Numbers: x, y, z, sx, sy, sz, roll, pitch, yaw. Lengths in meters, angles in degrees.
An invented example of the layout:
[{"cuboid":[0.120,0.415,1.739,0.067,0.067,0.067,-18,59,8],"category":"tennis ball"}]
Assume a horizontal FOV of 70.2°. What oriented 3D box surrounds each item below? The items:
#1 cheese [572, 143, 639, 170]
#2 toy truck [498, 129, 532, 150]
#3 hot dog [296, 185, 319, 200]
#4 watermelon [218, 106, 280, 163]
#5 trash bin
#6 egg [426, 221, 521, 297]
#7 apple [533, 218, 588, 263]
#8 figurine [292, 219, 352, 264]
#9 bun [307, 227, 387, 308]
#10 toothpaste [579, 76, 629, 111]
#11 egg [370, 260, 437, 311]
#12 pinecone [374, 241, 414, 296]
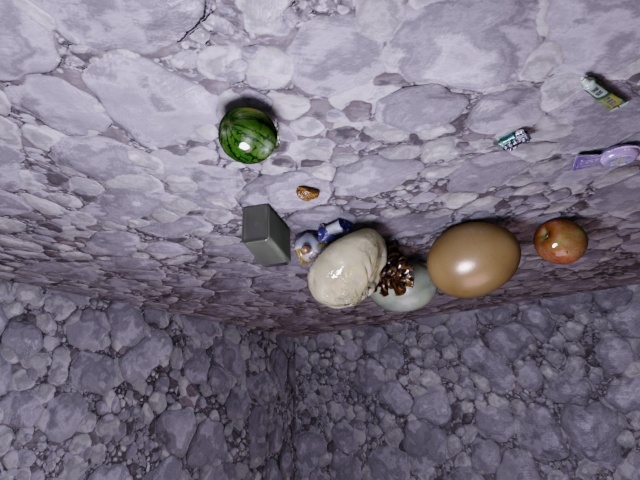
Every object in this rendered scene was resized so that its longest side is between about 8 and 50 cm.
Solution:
[{"cuboid":[0.877,-0.252,1.386,0.191,0.042,0.105,-8,156,20],"category":"cheese"},{"cuboid":[0.545,-0.282,1.280,0.039,0.044,0.083,-12,170,-43],"category":"toy truck"},{"cuboid":[-0.042,-0.159,1.546,0.083,0.035,0.058,12,158,-31],"category":"hot dog"},{"cuboid":[-0.168,-0.258,1.152,0.141,0.140,0.187,-19,157,35],"category":"watermelon"},{"cuboid":[-0.204,-0.018,1.726,0.123,0.163,0.240,-7,155,11],"category":"trash bin"},{"cuboid":[0.612,0.074,1.837,0.374,0.300,0.301,-28,148,28],"category":"egg"},{"cuboid":[0.968,0.002,1.845,0.174,0.188,0.188,19,152,-22],"category":"apple"},{"cuboid":[-0.004,-0.001,1.839,0.194,0.133,0.274,-16,162,-33],"category":"figurine"},{"cuboid":[0.116,0.114,1.786,0.362,0.234,0.326,-42,156,1],"category":"bun"},{"cuboid":[0.690,-0.360,1.116,0.204,0.031,0.049,11,155,-35],"category":"toothpaste"},{"cuboid":[0.406,0.228,2.263,0.353,0.258,0.258,-7,158,29],"category":"egg"},{"cuboid":[0.288,0.130,2.008,0.244,0.309,0.243,-16,129,-21],"category":"pinecone"}]
